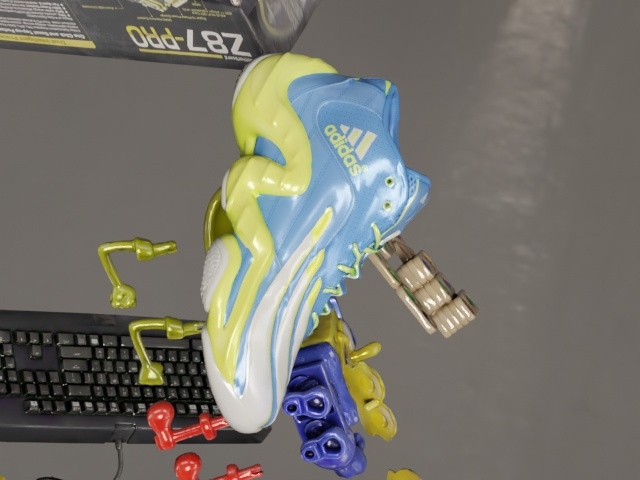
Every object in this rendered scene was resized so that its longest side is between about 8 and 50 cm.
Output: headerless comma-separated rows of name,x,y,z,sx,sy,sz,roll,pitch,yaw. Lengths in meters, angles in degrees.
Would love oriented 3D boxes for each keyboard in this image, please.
keyboard,-0.181,0.158,1.708,0.033,0.317,0.201,-35,59,49

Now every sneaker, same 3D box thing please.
sneaker,0.000,0.000,1.159,0.126,0.091,0.240,2,81,14

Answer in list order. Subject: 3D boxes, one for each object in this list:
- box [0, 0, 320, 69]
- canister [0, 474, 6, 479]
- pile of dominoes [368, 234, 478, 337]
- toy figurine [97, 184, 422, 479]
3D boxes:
box,-0.229,-0.269,1.349,0.395,0.318,0.097,8,52,32
canister,-0.373,0.291,1.949,0.126,0.073,0.170,-54,3,-10
pile of dominoes,0.073,-0.012,1.986,0.040,0.196,0.251,-38,90,12
toy figurine,-0.038,0.100,1.604,0.217,0.191,0.362,-80,-31,-72
